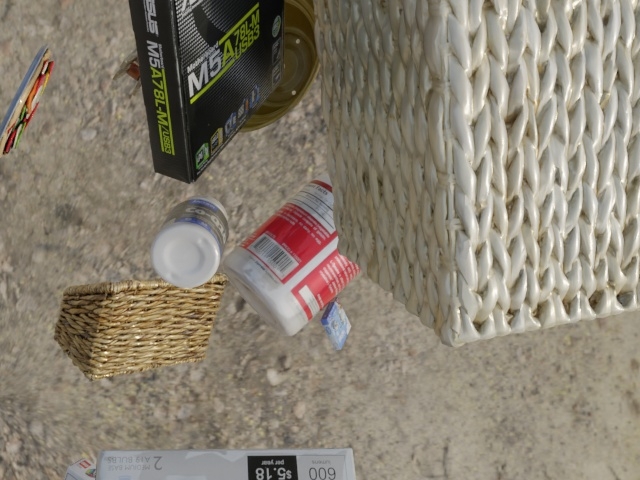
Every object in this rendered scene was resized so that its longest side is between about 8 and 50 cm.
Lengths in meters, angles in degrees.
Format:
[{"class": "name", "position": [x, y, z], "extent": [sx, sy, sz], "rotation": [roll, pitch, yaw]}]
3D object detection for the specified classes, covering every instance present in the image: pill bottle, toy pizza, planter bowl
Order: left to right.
[{"class": "toy pizza", "position": [-0.466, -0.216, 1.161], "extent": [0.032, 0.201, 0.201], "rotation": [26, 69, -22]}, {"class": "pill bottle", "position": [-0.150, -0.004, 0.868], "extent": [0.078, 0.137, 0.078], "rotation": [0, 110, -1]}, {"class": "planter bowl", "position": [-0.071, -0.239, 0.961], "extent": [0.090, 0.217, 0.217], "rotation": [9, 71, -61]}, {"class": "pill bottle", "position": [0.000, 0.000, 1.639], "extent": [0.407, 0.229, 0.229], "rotation": [-42, 98, -15]}]

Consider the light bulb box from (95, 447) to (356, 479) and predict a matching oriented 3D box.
[{"class": "light bulb box", "position": [-0.130, 0.486, 0.968], "extent": [0.358, 0.225, 0.361], "rotation": [3, 54, -14]}]

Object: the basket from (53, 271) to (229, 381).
[{"class": "basket", "position": [-0.376, 0.125, 1.518], "extent": [0.299, 0.213, 0.223], "rotation": [-4, 120, -44]}]

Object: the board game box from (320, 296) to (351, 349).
[{"class": "board game box", "position": [0.037, 0.195, 1.723], "extent": [0.090, 0.020, 0.090], "rotation": [66, 29, -23]}]

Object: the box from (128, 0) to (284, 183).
[{"class": "box", "position": [-0.087, -0.175, 0.632], "extent": [0.045, 0.184, 0.191], "rotation": [21, 47, 13]}]

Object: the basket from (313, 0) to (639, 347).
[{"class": "basket", "position": [0.168, -0.119, 0.684], "extent": [0.266, 0.328, 0.331], "rotation": [-10, 108, -15]}]

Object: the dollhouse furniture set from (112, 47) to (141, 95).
[{"class": "dollhouse furniture set", "position": [-0.300, -0.366, 1.656], "extent": [0.262, 0.259, 0.135], "rotation": [37, 66, -17]}]

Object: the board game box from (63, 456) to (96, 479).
[{"class": "board game box", "position": [-0.370, 0.570, 1.367], "extent": [0.305, 0.053, 0.193], "rotation": [28, 108, 19]}]
